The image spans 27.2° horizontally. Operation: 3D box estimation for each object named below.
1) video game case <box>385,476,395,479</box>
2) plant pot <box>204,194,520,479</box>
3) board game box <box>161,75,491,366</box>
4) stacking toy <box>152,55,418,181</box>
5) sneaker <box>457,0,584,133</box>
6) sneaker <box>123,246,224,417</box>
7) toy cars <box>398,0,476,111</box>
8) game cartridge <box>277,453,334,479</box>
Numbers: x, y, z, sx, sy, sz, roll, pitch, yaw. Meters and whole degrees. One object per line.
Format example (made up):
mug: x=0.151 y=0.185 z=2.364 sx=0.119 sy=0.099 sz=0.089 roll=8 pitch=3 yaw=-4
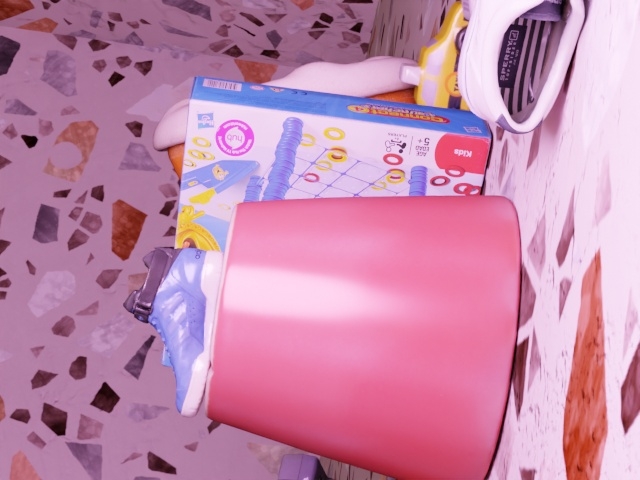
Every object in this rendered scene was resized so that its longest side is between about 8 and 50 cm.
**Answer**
video game case: x=0.085 y=0.373 z=1.738 sx=0.087 sy=0.011 sz=0.122 roll=-90 pitch=8 yaw=-73
plant pot: x=0.030 y=0.078 z=1.172 sx=0.275 sy=0.243 sz=0.275 roll=-173 pitch=90 yaw=-89
board game box: x=0.000 y=0.000 z=1.390 sx=0.086 sy=0.308 sz=0.302 roll=-91 pitch=9 yaw=-67
stacking toy: x=0.010 y=0.031 z=1.629 sx=0.350 sy=0.350 sz=0.480 roll=-126 pitch=22 yaw=-87
sneaker: x=0.163 y=-0.201 z=0.959 sx=0.091 sy=0.094 sz=0.258 roll=-125 pitch=35 yaw=-60
sneaker: x=-0.137 y=0.080 z=1.192 sx=0.058 sy=0.084 sz=0.152 roll=139 pitch=138 yaw=-87
toy cars: x=0.143 y=-0.242 z=1.386 sx=0.394 sy=0.087 sz=0.176 roll=101 pitch=176 yaw=-53
game cartridge: x=-0.001 y=0.446 z=1.630 sx=0.355 sy=0.068 sz=0.230 roll=69 pitch=-156 yaw=-51
